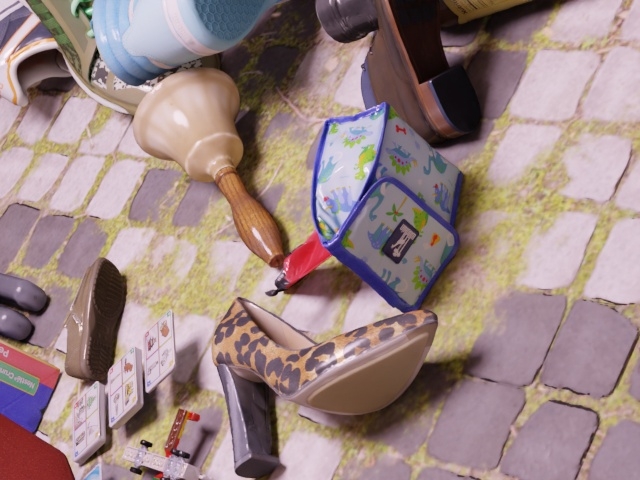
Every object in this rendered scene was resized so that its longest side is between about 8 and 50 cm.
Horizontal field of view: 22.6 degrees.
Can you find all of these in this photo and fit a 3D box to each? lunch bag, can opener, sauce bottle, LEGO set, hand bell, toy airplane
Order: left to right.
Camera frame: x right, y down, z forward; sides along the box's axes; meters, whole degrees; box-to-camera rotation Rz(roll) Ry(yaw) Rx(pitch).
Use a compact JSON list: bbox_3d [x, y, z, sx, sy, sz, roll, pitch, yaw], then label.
[{"bbox_3d":[-0.440,0.053,1.909,0.283,0.095,0.076,10,69,49],"label":"can opener"},{"bbox_3d":[-0.176,0.214,1.577,0.182,0.060,0.244,-44,36,29],"label":"LEGO set"},{"bbox_3d":[-0.093,-0.060,1.670,0.126,0.126,0.242,-43,51,11],"label":"hand bell"},{"bbox_3d":[0.000,0.000,1.528,0.151,0.028,0.151,-44,5,5],"label":"toy airplane"},{"bbox_3d":[0.058,-0.027,1.448,0.096,0.129,0.151,-13,51,39],"label":"lunch bag"},{"bbox_3d":[0.147,-0.273,1.570,0.344,0.111,0.111,-12,53,39],"label":"sauce bottle"}]

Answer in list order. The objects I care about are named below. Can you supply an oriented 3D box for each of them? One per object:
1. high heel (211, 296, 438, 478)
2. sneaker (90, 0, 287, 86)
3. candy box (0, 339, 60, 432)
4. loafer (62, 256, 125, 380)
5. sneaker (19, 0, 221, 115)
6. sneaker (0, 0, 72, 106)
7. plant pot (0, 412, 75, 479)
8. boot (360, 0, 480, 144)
[{"bbox_3d":[-0.004,0.078,1.449,0.261,0.093,0.186,-37,46,31],"label":"high heel"},{"bbox_3d":[-0.139,-0.277,1.773,0.208,0.127,0.319,-18,16,34],"label":"sneaker"},{"bbox_3d":[-0.493,0.132,1.761,0.317,0.268,0.122,3,67,46],"label":"candy box"},{"bbox_3d":[-0.249,0.085,1.725,0.050,0.056,0.148,-15,50,29],"label":"loafer"},{"bbox_3d":[-0.284,-0.300,1.872,0.158,0.182,0.410,-45,69,-8],"label":"sneaker"},{"bbox_3d":[-0.309,-0.297,2.043,0.321,0.126,0.127,-44,78,-10],"label":"sneaker"},{"bbox_3d":[-0.376,0.291,1.525,0.267,0.267,0.236,-41,26,26],"label":"plant pot"},{"bbox_3d":[0.064,-0.189,1.539,0.106,0.082,0.219,-22,89,43],"label":"boot"}]
